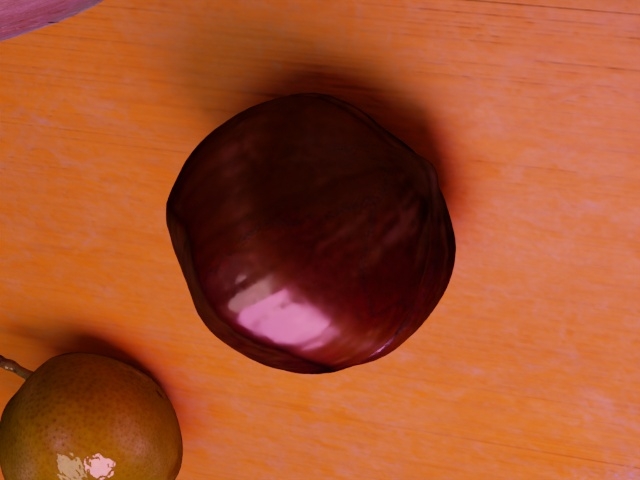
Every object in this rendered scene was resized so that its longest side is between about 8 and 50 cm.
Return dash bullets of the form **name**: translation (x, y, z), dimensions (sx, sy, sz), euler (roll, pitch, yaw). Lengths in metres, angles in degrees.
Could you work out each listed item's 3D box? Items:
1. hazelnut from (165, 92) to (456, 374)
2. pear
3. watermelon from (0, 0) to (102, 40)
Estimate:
- **hazelnut**: translation (0.000, 0.000, 1.548), dimensions (0.230, 0.229, 0.229), euler (15, 137, 14)
- **pear**: translation (-0.235, 0.174, 1.884), dimensions (0.216, 0.166, 0.180), euler (51, 152, 7)
- **watermelon**: translation (-0.319, -0.243, 1.478), dimensions (0.292, 0.319, 0.222), euler (-20, 94, -3)
